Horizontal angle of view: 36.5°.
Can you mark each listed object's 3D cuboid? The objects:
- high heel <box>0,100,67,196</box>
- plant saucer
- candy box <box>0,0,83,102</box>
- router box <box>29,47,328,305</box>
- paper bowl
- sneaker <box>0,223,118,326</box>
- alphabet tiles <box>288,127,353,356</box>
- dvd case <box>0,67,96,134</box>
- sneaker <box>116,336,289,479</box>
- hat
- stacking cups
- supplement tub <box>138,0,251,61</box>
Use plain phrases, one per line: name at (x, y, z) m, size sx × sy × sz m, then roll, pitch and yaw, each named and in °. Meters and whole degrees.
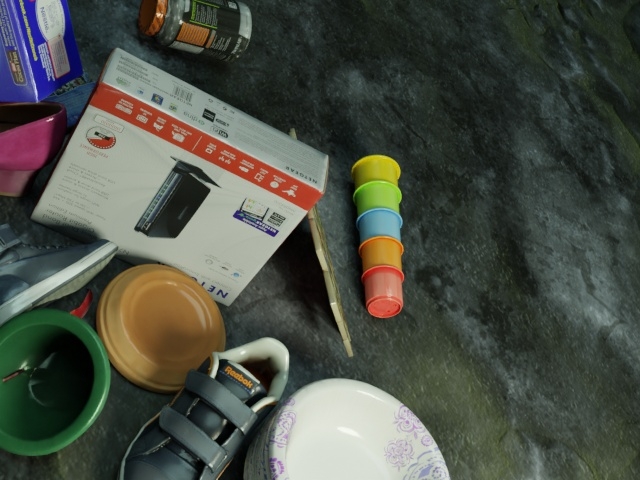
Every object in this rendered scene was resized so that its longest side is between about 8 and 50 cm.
high heel at (-0.539, -0.160, 1.305) m, size 0.377 × 0.181 × 0.127 m, roll 4°, pitch 53°, yaw -35°
plant saucer at (-0.222, 0.120, 1.394) m, size 0.200 × 0.037 × 0.200 m, roll 20°, pitch 52°, yaw -27°
candy box at (-0.507, -0.335, 1.320) m, size 0.317 × 0.268 × 0.122 m, roll 6°, pitch 30°, yaw 23°
router box at (-0.205, -0.076, 1.398) m, size 0.335 × 0.301 × 0.082 m, roll 25°, pitch 43°, yaw -17°
paper bowl at (0.027, 0.344, 1.323) m, size 0.284 × 0.148 × 0.284 m, roll 21°, pitch 45°, yaw -23°
sneaker at (-0.400, 0.009, 1.337) m, size 0.163 × 0.086 × 0.226 m, roll 50°, pitch 42°, yaw 6°
alphabet tiles at (0.000, 0.000, 1.550) m, size 0.011 × 0.285 × 0.343 m, roll -15°, pitch 56°, yaw 2°
dvd case at (-0.473, -0.273, 1.579) m, size 0.253 × 0.022 × 0.180 m, roll 48°, pitch 42°, yaw 7°
sneaker at (-0.151, 0.238, 1.293) m, size 0.126 × 0.127 × 0.321 m, roll 36°, pitch 41°, yaw 5°
hat at (-0.338, 0.181, 1.283) m, size 0.173 × 0.183 × 0.208 m, roll 39°, pitch 82°, yaw 8°
stacking cups at (0.100, -0.010, 1.742) m, size 0.096 × 0.096 × 0.316 m, roll 21°, pitch 47°, yaw -22°
supplement tub at (-0.234, -0.408, 1.809) m, size 0.190 × 0.117 × 0.117 m, roll 9°, pitch 50°, yaw -32°
